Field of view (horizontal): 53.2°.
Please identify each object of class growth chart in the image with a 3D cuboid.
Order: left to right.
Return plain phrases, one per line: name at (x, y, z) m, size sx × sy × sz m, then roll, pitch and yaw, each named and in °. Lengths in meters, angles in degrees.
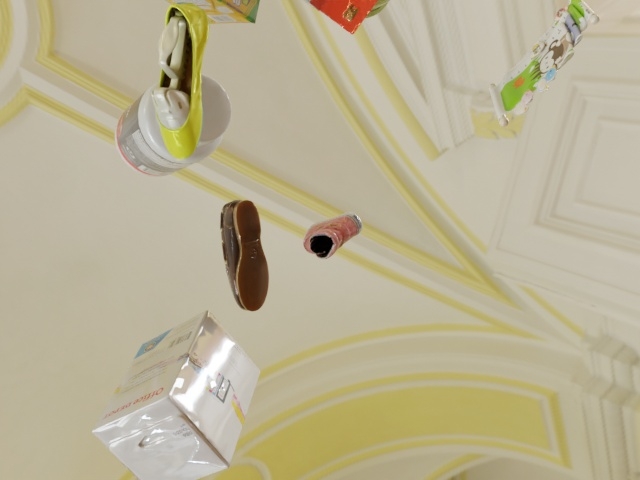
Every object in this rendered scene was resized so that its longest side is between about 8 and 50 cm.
growth chart at (0.381, -0.313, 1.107) m, size 0.021 × 0.172 × 0.237 m, roll 31°, pitch -64°, yaw -19°

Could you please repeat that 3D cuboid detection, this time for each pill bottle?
pill bottle at (-0.303, -0.237, 1.320) m, size 0.176 × 0.318 × 0.176 m, roll 2°, pitch -94°, yaw -31°

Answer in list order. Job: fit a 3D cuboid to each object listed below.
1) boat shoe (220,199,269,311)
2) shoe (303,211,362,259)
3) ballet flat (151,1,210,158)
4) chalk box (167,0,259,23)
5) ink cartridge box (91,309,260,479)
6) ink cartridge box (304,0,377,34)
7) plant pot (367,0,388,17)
boat shoe at (-0.145, 0.028, 1.190) m, size 0.073 × 0.073 × 0.206 m, roll -3°, pitch -90°, yaw -43°
shoe at (0.000, 0.000, 1.217) m, size 0.081 × 0.178 × 0.063 m, roll -35°, pitch -84°, yaw -36°
ballet flat at (-0.215, -0.238, 0.949) m, size 0.077 × 0.077 × 0.230 m, roll -12°, pitch -68°, yaw -70°
chalk box at (-0.183, -0.517, 1.151) m, size 0.132 × 0.132 × 0.213 m, roll 9°, pitch -88°, yaw -58°
ink cartridge box at (-0.238, 0.275, 1.104) m, size 0.171 × 0.232 × 0.168 m, roll -27°, pitch -69°, yaw 21°
ink cartridge box at (0.018, -0.470, 1.016) m, size 0.189 × 0.232 × 0.066 m, roll -52°, pitch -29°, yaw 13°
plant pot at (0.142, -0.583, 1.179) m, size 0.276 × 0.254 × 0.276 m, roll 1°, pitch -92°, yaw -44°
